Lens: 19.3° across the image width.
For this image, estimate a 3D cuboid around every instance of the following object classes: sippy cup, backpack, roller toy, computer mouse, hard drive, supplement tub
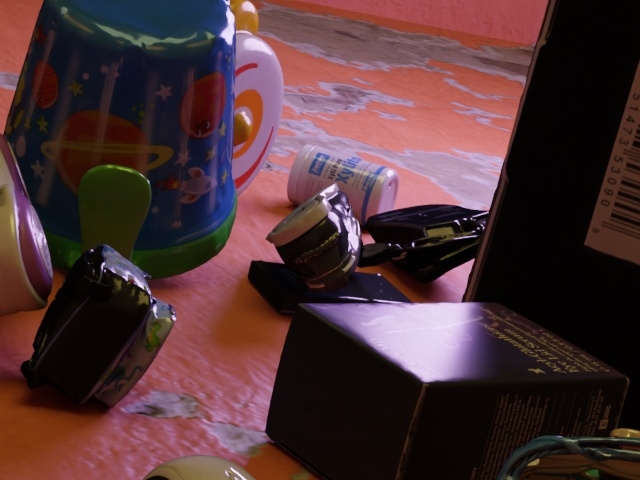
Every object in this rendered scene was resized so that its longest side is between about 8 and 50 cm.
[{"bbox_3d":[-0.173,-0.120,1.675,0.240,0.224,0.305,-14,43,-36],"label":"sippy cup"},{"bbox_3d":[-0.159,0.063,1.375,0.084,0.105,0.114,33,9,-15],"label":"backpack"},{"bbox_3d":[-0.131,-0.136,1.946,0.146,0.191,0.209,22,58,26],"label":"roller toy"},{"bbox_3d":[-0.049,0.174,1.167,0.106,0.042,0.193,0,20,-38],"label":"computer mouse"},{"bbox_3d":[0.011,0.048,1.729,0.135,0.022,0.094,7,16,-23],"label":"hard drive"},{"bbox_3d":[0.097,0.012,1.838,0.184,0.060,0.262,-14,9,-28],"label":"computer mouse"},{"bbox_3d":[0.025,-0.058,2.043,0.107,0.071,0.071,18,15,16],"label":"supplement tub"}]

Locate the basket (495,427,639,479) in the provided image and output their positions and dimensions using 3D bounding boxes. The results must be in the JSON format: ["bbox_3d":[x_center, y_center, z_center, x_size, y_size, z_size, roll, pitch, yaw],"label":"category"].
[{"bbox_3d":[0.172,0.203,0.936,0.254,0.201,0.289,14,5,-1],"label":"basket"}]

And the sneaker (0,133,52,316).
[{"bbox_3d":[-0.295,-0.008,1.457,0.152,0.114,0.305,-19,17,-7],"label":"sneaker"}]

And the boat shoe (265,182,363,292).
[{"bbox_3d":[0.000,0.000,1.746,0.079,0.084,0.233,51,6,-5],"label":"boat shoe"}]

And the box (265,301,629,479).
[{"bbox_3d":[0.091,0.120,1.363,0.207,0.108,0.153,1,19,-40],"label":"box"}]

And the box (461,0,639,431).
[{"bbox_3d":[0.385,-0.093,1.687,0.297,0.480,0.471,21,17,22],"label":"box"}]
